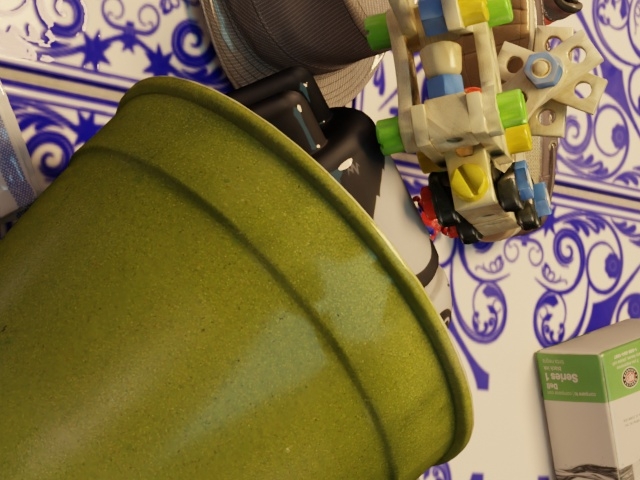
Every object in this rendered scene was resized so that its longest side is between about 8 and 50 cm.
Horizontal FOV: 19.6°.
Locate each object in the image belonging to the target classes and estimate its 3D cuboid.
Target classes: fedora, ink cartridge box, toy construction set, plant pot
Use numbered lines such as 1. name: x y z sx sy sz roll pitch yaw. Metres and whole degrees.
1. fedora: 0.014 -0.247 1.599 0.243 0.124 0.275 -6 92 -42
2. ink cartridge box: 0.315 0.202 1.878 0.160 0.092 0.219 -14 98 -41
3. toy construction set: 0.134 -0.118 1.569 0.327 0.151 0.215 9 67 -61
4. plant pot: -0.142 0.135 1.323 0.353 0.366 0.366 -42 116 -22

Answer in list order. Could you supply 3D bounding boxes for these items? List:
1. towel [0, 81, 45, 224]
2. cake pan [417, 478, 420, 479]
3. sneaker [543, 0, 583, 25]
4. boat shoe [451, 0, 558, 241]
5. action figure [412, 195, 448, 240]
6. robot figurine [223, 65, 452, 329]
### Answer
1. towel: -0.340 -0.067 1.331 0.285 0.034 0.209 -29 107 -39
2. cake pan: -0.015 0.296 1.599 0.293 0.054 0.293 2 87 -43
3. sneaker: 0.238 -0.296 1.846 0.061 0.065 0.158 -13 97 -42
4. boat shoe: 0.178 -0.142 1.768 0.092 0.102 0.285 -2 90 -51
5. action figure: 0.083 -0.023 1.721 0.115 0.030 0.038 20 70 -42
6. robot figurine: 0.002 -0.002 1.545 0.209 0.173 0.278 -41 114 -34
